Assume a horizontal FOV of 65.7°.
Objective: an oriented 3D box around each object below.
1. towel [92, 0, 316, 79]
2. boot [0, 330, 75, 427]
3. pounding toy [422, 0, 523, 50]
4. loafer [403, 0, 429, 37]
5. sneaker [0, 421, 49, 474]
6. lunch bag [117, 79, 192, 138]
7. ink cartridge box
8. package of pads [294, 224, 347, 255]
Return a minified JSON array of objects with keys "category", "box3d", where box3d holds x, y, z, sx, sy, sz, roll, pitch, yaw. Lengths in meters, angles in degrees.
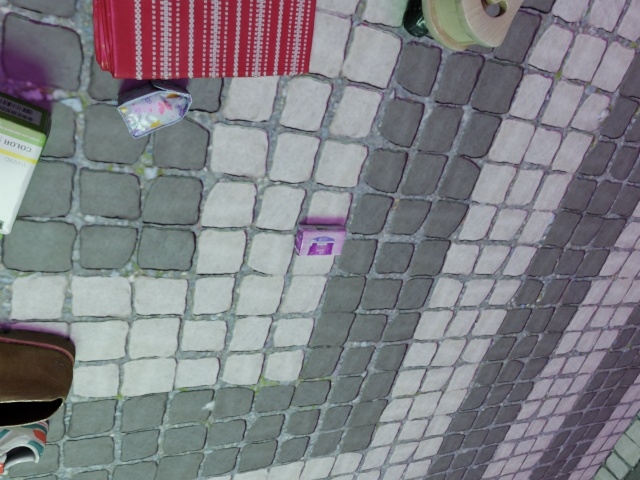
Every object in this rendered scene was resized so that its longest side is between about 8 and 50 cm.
[{"category":"towel","box3d":[-0.115,-0.285,0.556,0.275,0.031,0.199,-16,125,-38]},{"category":"boot","box3d":[-0.490,0.177,0.647,0.305,0.115,0.112,11,118,-28]},{"category":"pounding toy","box3d":[0.217,-0.311,0.567,0.269,0.155,0.154,-26,115,-16]},{"category":"loafer","box3d":[0.205,-0.362,0.675,0.078,0.076,0.223,38,95,-29]},{"category":"sneaker","box3d":[-0.502,0.313,0.747,0.161,0.075,0.057,7,116,-29]},{"category":"lunch bag","box3d":[-0.200,-0.167,0.603,0.083,0.071,0.053,-23,122,-9]},{"category":"ink cartridge box","box3d":[-0.437,-0.053,0.542,0.189,0.097,0.255,19,108,-33]},{"category":"package of pads","box3d":[0.000,0.000,0.826,0.083,0.032,0.050,-1,118,-25]}]
